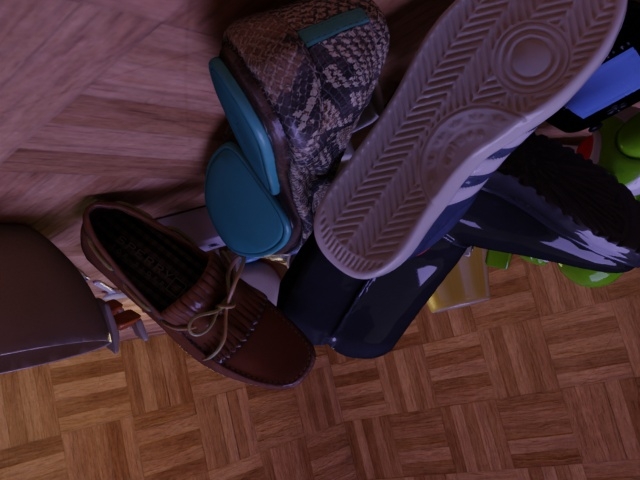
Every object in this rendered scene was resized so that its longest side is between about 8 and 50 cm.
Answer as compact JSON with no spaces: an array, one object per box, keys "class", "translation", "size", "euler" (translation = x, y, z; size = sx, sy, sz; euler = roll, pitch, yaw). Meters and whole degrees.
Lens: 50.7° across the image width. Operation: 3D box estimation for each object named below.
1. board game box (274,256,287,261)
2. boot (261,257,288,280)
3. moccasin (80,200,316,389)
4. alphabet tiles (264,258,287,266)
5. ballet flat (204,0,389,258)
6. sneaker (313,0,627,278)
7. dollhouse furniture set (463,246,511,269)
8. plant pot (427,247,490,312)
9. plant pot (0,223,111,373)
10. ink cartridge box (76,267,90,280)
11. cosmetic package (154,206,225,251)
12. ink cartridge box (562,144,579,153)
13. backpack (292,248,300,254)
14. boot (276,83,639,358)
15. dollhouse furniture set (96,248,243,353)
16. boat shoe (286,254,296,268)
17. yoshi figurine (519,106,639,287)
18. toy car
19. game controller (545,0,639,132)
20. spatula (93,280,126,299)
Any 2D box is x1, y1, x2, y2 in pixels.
[{"class":"board game box","translation":[0.000,0.000,1.510],"size":[0.194,0.060,0.194],"euler":[-15,170,11]},{"class":"boot","translation":[-0.209,0.114,1.744],"size":[0.262,0.095,0.203],"euler":[-6,168,-9]},{"class":"moccasin","translation":[-0.168,0.072,0.941],"size":[0.139,0.380,0.147],"euler":[-47,177,-18]},{"class":"alphabet tiles","translation":[-0.119,0.062,1.852],"size":[0.237,0.009,0.198],"euler":[-3,166,-46]},{"class":"ballet flat","translation":[-0.022,-0.096,0.720],"size":[0.182,0.164,0.483],"euler":[-30,173,-15]},{"class":"sneaker","translation":[0.135,-0.113,0.640],"size":[0.350,0.131,0.148],"euler":[-46,168,19]},{"class":"dollhouse furniture set","translation":[0.172,-0.080,1.081],"size":[0.302,0.151,0.197],"euler":[13,-161,17]},{"class":"plant pot","translation":[0.350,0.065,1.841],"size":[0.254,0.239,0.254],"euler":[-13,171,-2]},{"class":"plant pot","translation":[-0.461,0.084,0.965],"size":[0.284,0.190,0.284],"euler":[-13,171,-2]},{"class":"ink cartridge box","translation":[-0.547,0.087,1.257],"size":[0.176,0.069,0.371],"euler":[-12,173,-10]},{"class":"cosmetic package","translation":[-0.199,-0.016,1.143],"size":[0.239,0.060,0.099],"euler":[-14,169,4]},{"class":"ink cartridge box","translation":[0.444,-0.083,1.369],"size":[0.385,0.091,0.308],"euler":[2,159,-28]},{"class":"backpack","translation":[-0.066,-0.015,1.260],"size":[0.114,0.084,0.105],"euler":[-14,168,21]},{"class":"boot","translation":[0.161,0.045,0.927],"size":[0.445,0.367,0.146],"euler":[-60,-177,43]},{"class":"dollhouse furniture set","translation":[-0.247,0.083,1.157],"size":[0.262,0.135,0.259],"euler":[-21,-158,-33]},{"class":"boat shoe","translation":[0.028,0.022,1.350],"size":[0.117,0.096,0.324],"euler":[2,149,-32]},{"class":"yoshi figurine","translation":[0.471,-0.067,1.036],"size":[0.362,0.204,0.203],"euler":[-51,-165,23]},{"class":"toy car","translation":[-0.194,0.085,1.483],"size":[0.210,0.219,0.238],"euler":[-14,-161,-4]},{"class":"game controller","translation":[0.343,-0.200,0.828],"size":[0.166,0.067,0.319],"euler":[-20,169,32]},{"class":"spatula","translation":[-0.453,0.108,1.624],"size":[0.168,0.019,0.242],"euler":[-12,170,-6]}]
